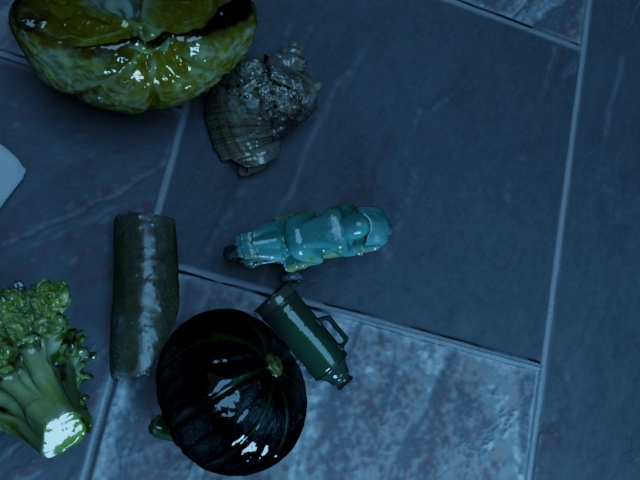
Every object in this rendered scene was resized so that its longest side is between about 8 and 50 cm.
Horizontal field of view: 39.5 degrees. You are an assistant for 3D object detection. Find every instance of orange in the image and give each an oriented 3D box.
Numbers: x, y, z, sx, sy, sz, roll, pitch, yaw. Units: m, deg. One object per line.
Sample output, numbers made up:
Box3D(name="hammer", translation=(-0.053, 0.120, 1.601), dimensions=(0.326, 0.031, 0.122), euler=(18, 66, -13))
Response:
Box3D(name="orange", translation=(-0.284, -0.315, 1.387), dimensions=(0.368, 0.210, 0.271), euler=(-13, 52, -16))

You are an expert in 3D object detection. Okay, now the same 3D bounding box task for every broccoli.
Box3D(name="broccoli", translation=(-0.379, 0.190, 1.201), dimensions=(0.263, 0.243, 0.247), euler=(-53, 137, -1))

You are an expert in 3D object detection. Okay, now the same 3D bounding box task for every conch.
Box3D(name="conch", translation=(-0.103, -0.228, 1.487), dimensions=(0.178, 0.163, 0.245), euler=(20, 87, 22))

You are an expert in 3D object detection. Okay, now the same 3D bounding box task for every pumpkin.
Box3D(name="pumpkin", translation=(-0.151, 0.236, 1.308), dimensions=(0.248, 0.248, 0.248), euler=(4, 75, -17))

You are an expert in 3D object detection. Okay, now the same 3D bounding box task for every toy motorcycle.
Box3D(name="toy motorcycle", translation=(-0.002, 0.000, 1.410), dimensions=(0.296, 0.198, 0.109), euler=(-9, 84, -18))

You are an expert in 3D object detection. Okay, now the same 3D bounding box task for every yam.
Box3D(name="yam", translation=(-0.267, 0.081, 1.352), dimensions=(0.106, 0.106, 0.259), euler=(2, 76, -17))

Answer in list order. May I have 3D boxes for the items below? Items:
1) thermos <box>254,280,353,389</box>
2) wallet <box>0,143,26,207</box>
Box3D(name="thermos", translation=(-0.016, 0.156, 1.431), dimensions=(0.083, 0.073, 0.188), euler=(-40, 92, -15))
Box3D(name="wallet", translation=(-0.536, -0.074, 1.329), dimensions=(0.124, 0.032, 0.183), euler=(42, 65, -30))
